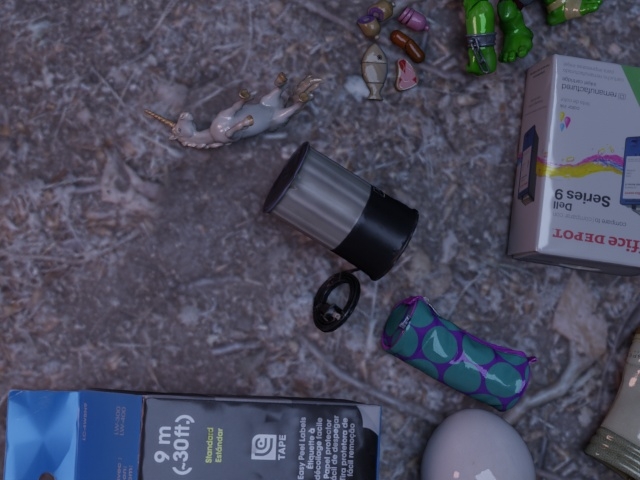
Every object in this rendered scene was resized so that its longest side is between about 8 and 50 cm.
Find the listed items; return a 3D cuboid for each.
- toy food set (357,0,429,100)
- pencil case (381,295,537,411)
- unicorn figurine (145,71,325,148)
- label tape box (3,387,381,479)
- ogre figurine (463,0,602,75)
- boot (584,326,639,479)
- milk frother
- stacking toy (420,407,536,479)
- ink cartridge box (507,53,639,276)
[{"bbox_3d":[0.080,-0.211,1.498,0.078,0.019,0.122,-6,86,-12],"label":"toy food set"},{"bbox_3d":[0.142,0.116,1.460,0.152,0.064,0.070,29,97,-8],"label":"pencil case"},{"bbox_3d":[-0.080,-0.125,1.426,0.162,0.111,0.060,-4,76,-26],"label":"unicorn figurine"},{"bbox_3d":[-0.123,0.270,1.339,0.348,0.115,0.249,4,86,-17],"label":"label tape box"},{"bbox_3d":[0.215,-0.270,1.498,0.197,0.097,0.118,-30,110,3],"label":"ogre figurine"},{"bbox_3d":[0.400,0.206,1.499,0.213,0.077,0.165,27,80,-3],"label":"boot"},{"bbox_3d":[0.000,0.000,1.409,0.135,0.129,0.143,31,73,-11],"label":"milk frother"},{"bbox_3d":[0.194,0.394,1.362,0.351,0.350,0.480,-2,69,-12],"label":"stacking toy"},{"bbox_3d":[0.292,-0.076,1.494,0.154,0.093,0.212,9,85,-11],"label":"ink cartridge box"}]
